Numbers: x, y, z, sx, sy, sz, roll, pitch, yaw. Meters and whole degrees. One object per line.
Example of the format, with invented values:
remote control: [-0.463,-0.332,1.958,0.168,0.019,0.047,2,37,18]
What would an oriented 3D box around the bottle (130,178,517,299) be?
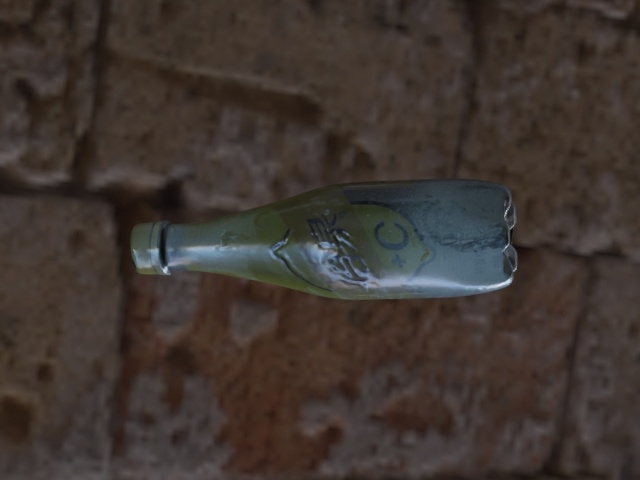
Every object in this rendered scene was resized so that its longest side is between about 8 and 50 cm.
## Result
bottle: [0.000,0.000,1.331,0.270,0.083,0.083,-1,180,10]
